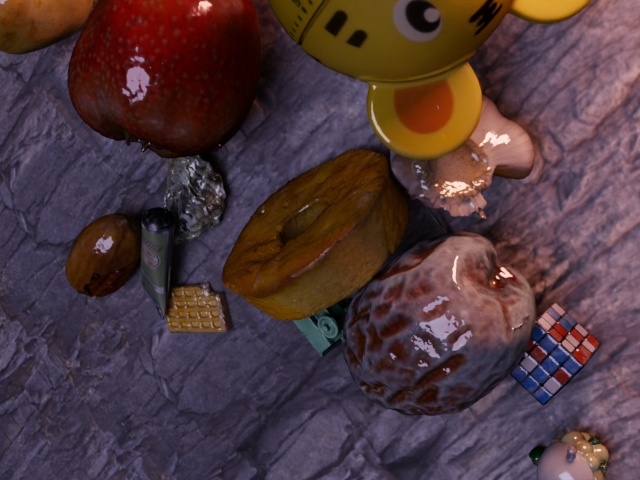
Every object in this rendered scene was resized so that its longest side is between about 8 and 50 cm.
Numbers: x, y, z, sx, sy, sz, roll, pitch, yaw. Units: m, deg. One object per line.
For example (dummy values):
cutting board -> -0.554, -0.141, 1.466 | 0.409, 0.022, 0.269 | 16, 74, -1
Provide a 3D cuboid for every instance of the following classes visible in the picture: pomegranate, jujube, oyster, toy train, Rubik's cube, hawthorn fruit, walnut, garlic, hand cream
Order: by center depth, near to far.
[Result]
garlic -> 0.178, -0.078, 1.471 | 0.207, 0.207, 0.257 | 16, 120, 25
jujube -> 0.153, 0.120, 1.501 | 0.215, 0.246, 0.308 | 34, 135, -11
Rubik's cube -> 0.325, 0.160, 1.518 | 0.092, 0.092, 0.092 | 43, 121, 12
hawthorn fruit -> -0.225, -0.303, 1.597 | 0.284, 0.284, 0.369 | 16, 104, 25
toy train -> -0.013, 0.103, 1.715 | 0.172, 0.070, 0.099 | 51, 133, 7
pomegranate -> -0.484, -0.417, 1.735 | 0.233, 0.233, 0.233 | 10, 110, 27
oyster -> -0.217, -0.071, 1.778 | 0.125, 0.064, 0.177 | 12, 118, 40
hand cream -> -0.281, 0.033, 1.819 | 0.086, 0.055, 0.235 | 53, 147, 32
walnut -> -0.382, 0.032, 1.881 | 0.116, 0.116, 0.207 | 48, 123, 9

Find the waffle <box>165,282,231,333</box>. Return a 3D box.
waffle -> -0.220, 0.118, 1.864 | 0.135, 0.021, 0.092 | -5, 103, 31

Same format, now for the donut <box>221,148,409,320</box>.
donut -> 0.000, 0.000, 1.560 | 0.303, 0.303, 0.110 | -25, 117, 34

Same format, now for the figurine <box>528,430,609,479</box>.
figurine -> 0.356, 0.366, 1.572 | 0.147, 0.093, 0.197 | 44, 133, 37

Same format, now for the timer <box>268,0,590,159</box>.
timer -> 0.121, -0.340, 1.336 | 0.387, 0.376, 0.376 | 43, 122, 0
